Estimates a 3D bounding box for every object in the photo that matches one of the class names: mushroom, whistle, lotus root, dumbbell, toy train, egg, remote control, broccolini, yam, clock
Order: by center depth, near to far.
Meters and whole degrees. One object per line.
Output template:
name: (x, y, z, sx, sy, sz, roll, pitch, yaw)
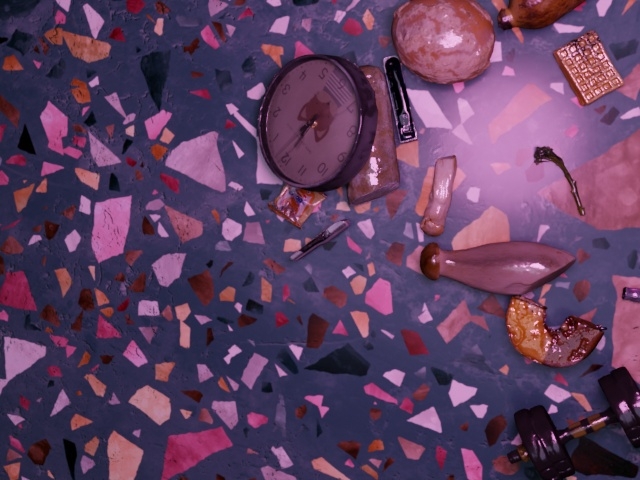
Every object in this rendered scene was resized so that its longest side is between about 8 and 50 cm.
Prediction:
lotus root: (0.502, -0.548, 1.649, 0.260, 0.145, 0.128, -35, 81, 10)
egg: (0.274, -0.456, 1.680, 0.245, 0.203, 0.203, 26, 100, 15)
dumbbell: (0.606, 0.422, 1.698, 0.389, 0.185, 0.185, -29, 89, 13)
whistle: (0.782, 0.135, 1.712, 0.177, 0.033, 0.033, 9, 97, 11)
broccolini: (0.564, -0.145, 1.729, 0.052, 0.054, 0.194, -38, 89, -7)
mushroom: (0.406, 0.059, 1.734, 0.351, 0.128, 0.128, 3, 96, 14)
clock: (-0.013, -0.276, 1.751, 0.325, 0.067, 0.324, 0, 90, 38)
yam: (0.119, -0.248, 1.772, 0.133, 0.133, 0.330, -3, 91, 12)
toy train: (0.189, -0.336, 1.783, 0.043, 0.047, 0.207, -12, 92, 9)
mushroom: (0.285, -0.109, 1.784, 0.059, 0.054, 0.202, 15, 93, 11)
remote control: (0.000, 0.000, 1.844, 0.166, 0.065, 0.029, -36, 88, 12)

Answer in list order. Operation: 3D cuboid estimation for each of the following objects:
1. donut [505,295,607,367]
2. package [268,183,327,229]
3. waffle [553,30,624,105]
donut: (0.528, 0.211, 1.745, 0.217, 0.085, 0.141, 25, 100, 9)
package: (-0.058, -0.099, 1.864, 0.108, 0.031, 0.120, 38, 101, 6)
waffle: (0.607, -0.391, 1.694, 0.103, 0.042, 0.148, -29, 88, 13)
